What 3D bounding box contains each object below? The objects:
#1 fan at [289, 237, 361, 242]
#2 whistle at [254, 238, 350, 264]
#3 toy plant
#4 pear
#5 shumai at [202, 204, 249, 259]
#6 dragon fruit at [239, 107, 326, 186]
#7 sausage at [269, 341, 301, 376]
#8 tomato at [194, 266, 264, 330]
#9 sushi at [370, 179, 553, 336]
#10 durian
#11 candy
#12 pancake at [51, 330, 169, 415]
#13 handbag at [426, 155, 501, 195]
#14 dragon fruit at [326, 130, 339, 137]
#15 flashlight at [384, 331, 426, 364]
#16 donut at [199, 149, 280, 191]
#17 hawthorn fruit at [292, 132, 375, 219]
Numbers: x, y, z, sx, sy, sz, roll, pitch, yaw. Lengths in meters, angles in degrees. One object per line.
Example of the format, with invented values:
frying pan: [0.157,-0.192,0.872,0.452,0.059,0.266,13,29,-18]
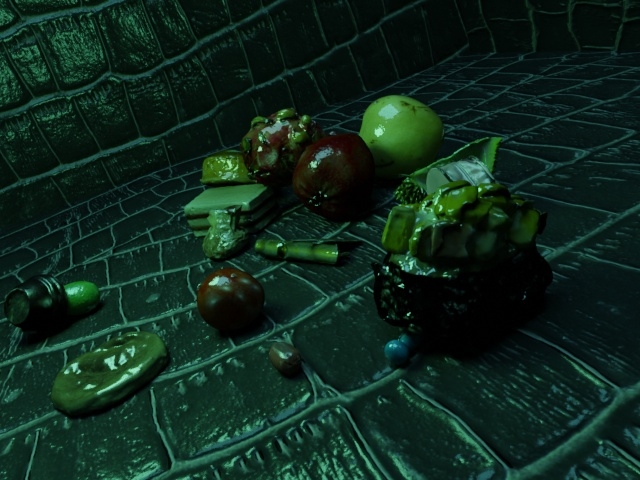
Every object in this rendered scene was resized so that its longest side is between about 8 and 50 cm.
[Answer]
fan: [0.000,0.000,1.813,0.153,0.008,0.227,4,4,43]
whistle: [-0.058,0.030,1.844,0.327,0.057,0.068,3,8,39]
toy plant: [-0.809,0.186,1.922,0.218,0.175,0.235,-13,-4,27]
pear: [0.276,-0.357,2.224,0.310,0.309,0.309,-15,22,6]
shumai: [-0.318,-0.035,2.090,0.162,0.152,0.209,-8,21,6]
dragon fruit: [-0.127,-0.331,2.189,0.291,0.250,0.269,-27,-22,34]
sausage: [-0.074,0.246,1.341,0.059,0.054,0.094,-25,23,-17]
tomato: [-0.216,0.147,1.574,0.168,0.167,0.167,-15,22,6]
sushi: [0.264,0.014,1.289,0.328,0.285,0.329,-17,17,-28]
durian: [0.373,-0.185,1.886,0.356,0.169,0.157,-23,24,-17]
candy: [-0.321,-0.110,2.288,0.321,0.135,0.179,-3,27,34]
pancake: [-0.504,0.310,1.525,0.295,0.049,0.294,-15,23,7]
handbag: [0.386,-0.124,1.713,0.117,0.179,0.205,-21,58,-17]
dragon fruit: [0.055,-0.287,2.320,0.198,0.218,0.273,13,0,-39]
flashlight: [0.177,0.201,1.267,0.051,0.051,0.129,5,27,45]
donut: [-0.297,-0.263,2.455,0.331,0.159,0.330,8,2,0]
hawthorn fruit: [0.059,-0.225,2.056,0.265,0.265,0.307,3,48,42]
